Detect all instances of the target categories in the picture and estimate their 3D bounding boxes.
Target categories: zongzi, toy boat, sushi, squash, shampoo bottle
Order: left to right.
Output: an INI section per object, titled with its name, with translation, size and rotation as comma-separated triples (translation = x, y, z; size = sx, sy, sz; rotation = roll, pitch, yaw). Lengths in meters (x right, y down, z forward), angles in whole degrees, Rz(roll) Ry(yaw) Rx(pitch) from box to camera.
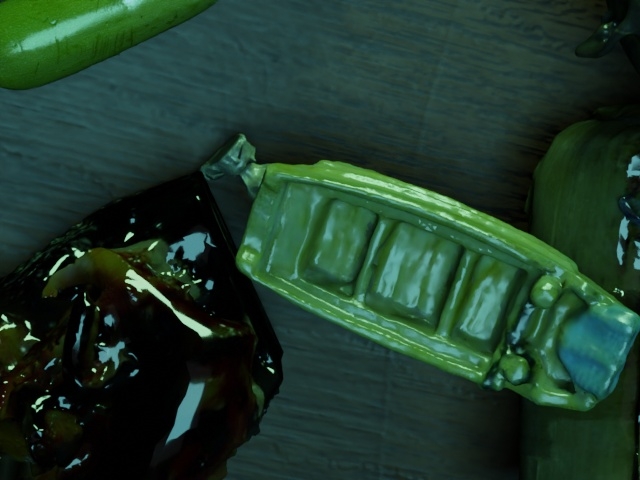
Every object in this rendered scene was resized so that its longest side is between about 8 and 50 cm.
[squash]
translation = -0.153, -0.158, 1.043
size = 0.201, 0.066, 0.066
rotation = -19, 107, -6
[sushi]
translation = -0.145, 0.108, 1.036
size = 0.227, 0.212, 0.215
rotation = -23, 105, 2
[shampoo bottle]
translation = 0.000, 0.000, 1.116
size = 0.207, 0.057, 0.063
rotation = 43, 112, -14
[toy boat]
translation = 0.082, 0.027, 1.036
size = 0.276, 0.084, 0.111
rotation = 21, 105, 5
[zongzi]
translation = 0.329, 0.073, 1.154
size = 0.393, 0.174, 0.356
rotation = -1, 95, -27

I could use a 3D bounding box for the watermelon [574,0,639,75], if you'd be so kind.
[watermelon]
translation = 0.344, -0.207, 1.003
size = 0.359, 0.279, 0.279
rotation = -25, 108, -9
